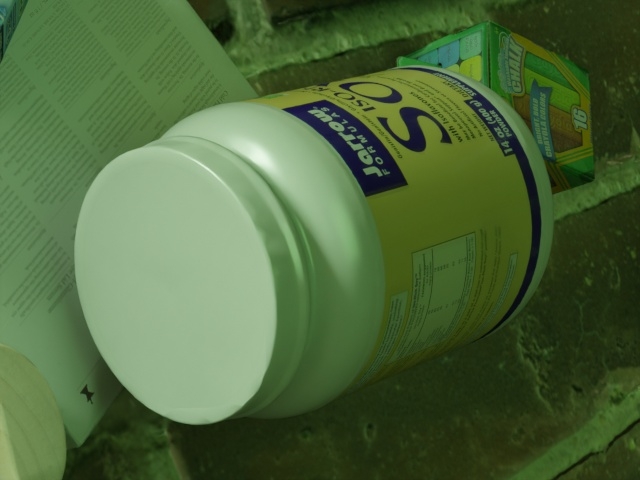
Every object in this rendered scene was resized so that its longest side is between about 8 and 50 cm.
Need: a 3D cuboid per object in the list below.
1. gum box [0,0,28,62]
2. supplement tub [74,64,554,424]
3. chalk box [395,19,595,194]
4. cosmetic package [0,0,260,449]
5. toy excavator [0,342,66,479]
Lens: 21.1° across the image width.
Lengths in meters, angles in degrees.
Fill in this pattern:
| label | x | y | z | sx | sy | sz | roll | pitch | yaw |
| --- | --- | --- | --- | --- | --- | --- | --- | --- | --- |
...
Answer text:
| label | x | y | z | sx | sy | sz | roll | pitch | yaw |
| --- | --- | --- | --- | --- | --- | --- | --- | --- | --- |
| gum box | -0.295 | -0.211 | 1.296 | 0.157 | 0.041 | 0.184 | 14 | 50 | 0 |
| supplement tub | 0.000 | 0.000 | 1.330 | 0.331 | 0.241 | 0.241 | -17 | 90 | -48 |
| chalk box | 0.162 | -0.131 | 1.750 | 0.213 | 0.132 | 0.132 | 18 | 64 | -41 |
| cosmetic package | -0.208 | -0.058 | 1.377 | 0.284 | 0.097 | 0.377 | 51 | 47 | -19 |
| toy excavator | -0.348 | 0.207 | 1.024 | 0.433 | 0.222 | 0.445 | 31 | 48 | -38 |
